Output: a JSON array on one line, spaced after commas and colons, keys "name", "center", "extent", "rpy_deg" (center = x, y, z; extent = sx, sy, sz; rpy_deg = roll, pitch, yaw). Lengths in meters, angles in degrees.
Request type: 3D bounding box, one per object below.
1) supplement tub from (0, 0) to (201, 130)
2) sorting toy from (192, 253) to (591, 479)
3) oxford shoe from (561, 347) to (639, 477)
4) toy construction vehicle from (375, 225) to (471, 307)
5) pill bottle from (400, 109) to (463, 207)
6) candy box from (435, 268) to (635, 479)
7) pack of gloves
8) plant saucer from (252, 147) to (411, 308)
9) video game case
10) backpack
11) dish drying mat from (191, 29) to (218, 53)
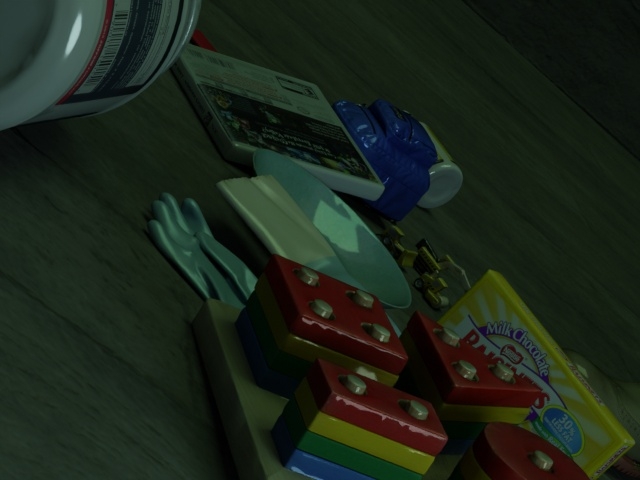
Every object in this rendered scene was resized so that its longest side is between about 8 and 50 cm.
[{"name": "supplement tub", "center": [-0.201, -0.176, 1.335], "extent": [0.191, 0.191, 0.272], "rpy_deg": [46, 15, 4]}, {"name": "sorting toy", "center": [0.062, 0.126, 1.301], "extent": [0.255, 0.089, 0.257], "rpy_deg": [23, 19, -23]}, {"name": "oxford shoe", "center": [0.353, 0.178, 1.991], "extent": [0.348, 0.130, 0.123], "rpy_deg": [33, 19, -40]}, {"name": "toy construction vehicle", "center": [0.108, 0.024, 1.932], "extent": [0.098, 0.035, 0.086], "rpy_deg": [51, 16, 20]}, {"name": "pill bottle", "center": [0.110, -0.096, 2.203], "extent": [0.065, 0.065, 0.116], "rpy_deg": [29, 23, -47]}, {"name": "candy box", "center": [0.175, 0.133, 1.683], "extent": [0.206, 0.105, 0.027], "rpy_deg": [53, 17, 29]}, {"name": "pack of gloves", "center": [-0.035, 0.052, 1.498], "extent": [0.232, 0.046, 0.195], "rpy_deg": [50, 30, 18]}, {"name": "plant saucer", "center": [0.000, 0.000, 1.705], "extent": [0.195, 0.037, 0.195], "rpy_deg": [41, 15, -14]}, {"name": "video game case", "center": [-0.046, -0.116, 1.849], "extent": [0.190, 0.022, 0.173], "rpy_deg": [15, 31, -39]}, {"name": "backpack", "center": [0.050, -0.094, 1.974], "extent": [0.120, 0.101, 0.098], "rpy_deg": [27, 17, -36]}, {"name": "dish drying mat", "center": [-0.109, -0.186, 1.968], "extent": [0.083, 0.008, 0.032], "rpy_deg": [52, 17, 21]}]
